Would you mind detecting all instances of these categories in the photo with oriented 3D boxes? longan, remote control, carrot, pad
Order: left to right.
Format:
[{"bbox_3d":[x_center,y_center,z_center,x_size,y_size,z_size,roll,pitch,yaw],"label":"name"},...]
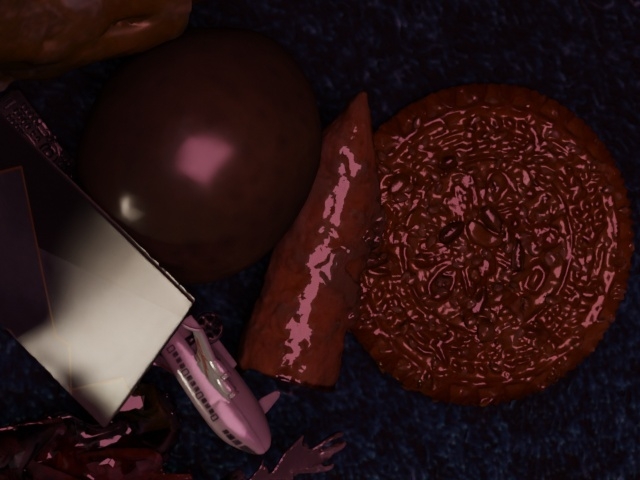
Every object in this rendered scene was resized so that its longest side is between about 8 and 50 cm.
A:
[{"bbox_3d":[-0.239,-0.084,1.082,0.034,0.016,0.091,-42,105,-22],"label":"remote control"},{"bbox_3d":[-0.219,0.018,1.010,0.243,0.004,0.163,43,124,9],"label":"pad"},{"bbox_3d":[-0.097,-0.071,1.029,0.196,0.196,0.220,33,87,-15],"label":"longan"},{"bbox_3d":[0.000,0.000,1.093,0.102,0.102,0.263,12,98,-15],"label":"carrot"}]

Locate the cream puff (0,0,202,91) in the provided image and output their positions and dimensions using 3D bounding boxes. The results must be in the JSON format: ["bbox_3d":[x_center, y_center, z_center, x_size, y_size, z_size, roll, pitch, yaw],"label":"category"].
[{"bbox_3d":[-0.224,-0.295,0.914,0.378,0.378,0.275,-37,61,-7],"label":"cream puff"}]

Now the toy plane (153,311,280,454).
[{"bbox_3d":[-0.096,0.102,1.045,0.171,0.162,0.065,44,67,-3],"label":"toy plane"}]

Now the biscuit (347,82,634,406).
[{"bbox_3d":[0.152,0.006,1.176,0.305,0.038,0.305,-2,97,-14],"label":"biscuit"}]

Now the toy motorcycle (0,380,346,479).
[{"bbox_3d":[-0.177,0.223,1.066,0.401,0.134,0.207,-16,77,-23],"label":"toy motorcycle"}]
